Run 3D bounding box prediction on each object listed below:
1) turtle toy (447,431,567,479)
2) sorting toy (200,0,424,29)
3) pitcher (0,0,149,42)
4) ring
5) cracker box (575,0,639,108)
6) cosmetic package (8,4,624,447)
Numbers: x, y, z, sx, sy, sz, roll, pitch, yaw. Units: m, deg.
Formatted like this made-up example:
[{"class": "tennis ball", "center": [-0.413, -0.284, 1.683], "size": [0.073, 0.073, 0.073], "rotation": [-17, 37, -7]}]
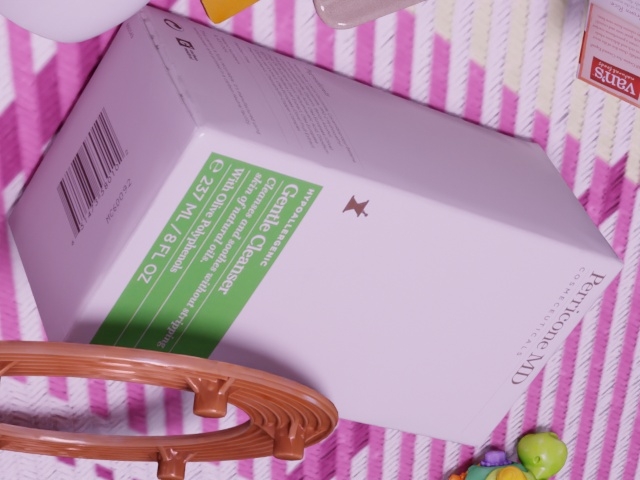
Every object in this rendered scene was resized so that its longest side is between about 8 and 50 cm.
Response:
[{"class": "turtle toy", "center": [0.164, 0.219, 1.519], "size": [0.130, 0.066, 0.095], "rotation": [-32, 135, 3]}, {"class": "sorting toy", "center": [0.064, -0.244, 1.060], "size": [0.348, 0.047, 0.196], "rotation": [-22, 133, -17]}, {"class": "pitcher", "center": [-0.135, -0.229, 0.945], "size": [0.178, 0.125, 0.207], "rotation": [33, 112, -9]}, {"class": "ring", "center": [-0.156, 0.123, 1.161], "size": [0.337, 0.032, 0.336], "rotation": [3, 162, 1]}, {"class": "cracker box", "center": [0.249, -0.219, 1.123], "size": [0.156, 0.067, 0.232], "rotation": [-37, 144, -38]}, {"class": "cosmetic package", "center": [0.000, 0.000, 1.179], "size": [0.365, 0.155, 0.197], "rotation": [15, 120, -34]}]
